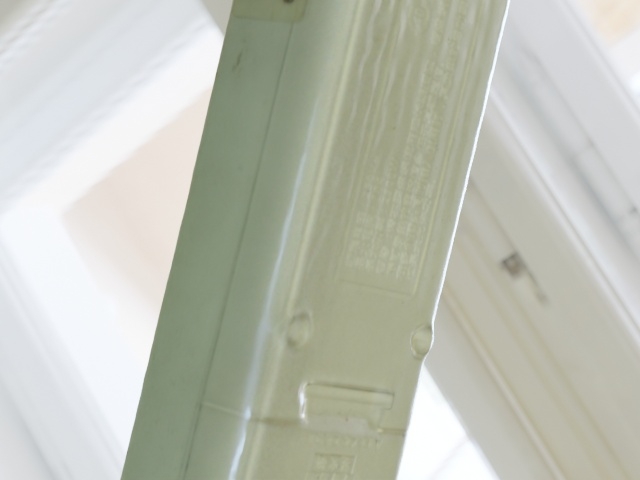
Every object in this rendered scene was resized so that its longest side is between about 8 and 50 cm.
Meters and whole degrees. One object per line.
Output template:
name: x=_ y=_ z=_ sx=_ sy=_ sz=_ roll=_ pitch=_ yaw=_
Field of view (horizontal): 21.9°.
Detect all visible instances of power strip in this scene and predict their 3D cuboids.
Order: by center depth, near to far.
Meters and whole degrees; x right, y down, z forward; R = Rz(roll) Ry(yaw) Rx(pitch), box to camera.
power strip: x=0.000 y=0.000 z=0.582 sx=0.058 sy=0.338 sz=0.098 roll=13 pitch=179 yaw=38
